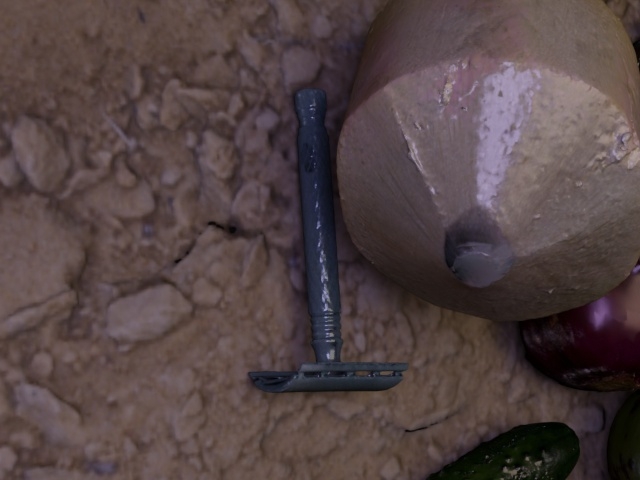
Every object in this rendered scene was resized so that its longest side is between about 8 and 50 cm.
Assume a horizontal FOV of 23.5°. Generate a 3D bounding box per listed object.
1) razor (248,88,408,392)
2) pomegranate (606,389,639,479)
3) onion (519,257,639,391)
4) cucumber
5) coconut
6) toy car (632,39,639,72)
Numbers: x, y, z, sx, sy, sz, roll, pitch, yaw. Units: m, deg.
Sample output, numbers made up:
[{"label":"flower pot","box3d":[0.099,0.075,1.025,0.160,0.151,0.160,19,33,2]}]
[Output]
[{"label":"razor","box3d":[0.000,0.000,1.166,0.106,0.068,0.232,5,77,-39]},{"label":"pomegranate","box3d":[0.324,0.220,1.331,0.179,0.179,0.210,28,88,-33]},{"label":"onion","box3d":[0.253,0.029,1.306,0.173,0.135,0.198,4,82,-41]},{"label":"cucumber","box3d":[0.122,0.204,1.235,0.227,0.069,0.069,-22,100,-34]},{"label":"coconut","box3d":[0.126,-0.064,1.121,0.239,0.239,0.244,42,34,-28]},{"label":"toy car","box3d":[0.376,-0.096,1.391,0.142,0.200,0.248,40,63,-53]}]
